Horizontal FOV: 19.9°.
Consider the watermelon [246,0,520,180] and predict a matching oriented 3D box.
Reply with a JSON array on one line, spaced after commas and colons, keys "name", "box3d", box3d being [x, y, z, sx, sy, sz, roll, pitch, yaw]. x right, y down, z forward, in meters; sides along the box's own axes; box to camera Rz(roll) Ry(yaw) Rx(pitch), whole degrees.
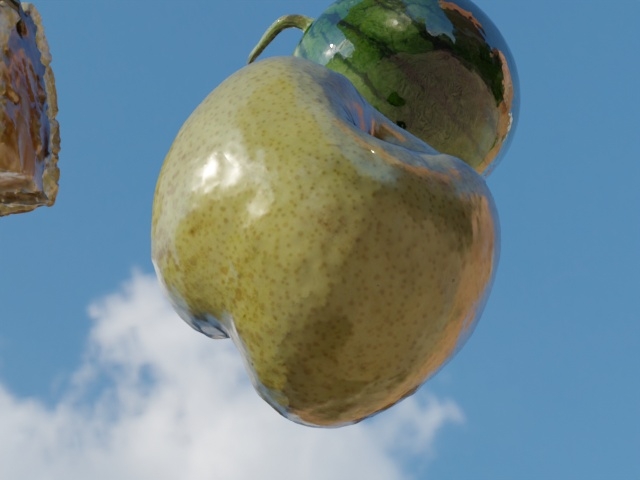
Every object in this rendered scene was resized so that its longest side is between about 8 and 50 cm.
[{"name": "watermelon", "box3d": [0.057, -0.126, 1.473, 0.215, 0.188, 0.188, 43, -69, 7]}]

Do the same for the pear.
[{"name": "pear", "box3d": [0.000, 0.000, 0.845, 0.167, 0.167, 0.136, 21, -69, -28]}]

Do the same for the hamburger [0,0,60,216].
[{"name": "hamburger", "box3d": [-0.292, -0.085, 1.305, 0.208, 0.155, 0.135, -14, -31, 15]}]
